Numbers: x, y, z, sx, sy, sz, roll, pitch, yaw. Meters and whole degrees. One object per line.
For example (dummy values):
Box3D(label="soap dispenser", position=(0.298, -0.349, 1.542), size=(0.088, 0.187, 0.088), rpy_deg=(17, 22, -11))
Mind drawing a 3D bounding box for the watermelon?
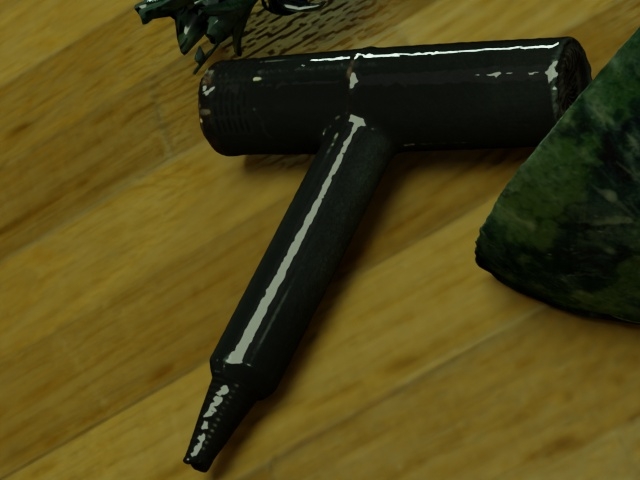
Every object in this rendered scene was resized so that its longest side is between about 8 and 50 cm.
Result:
Box3D(label="watermelon", position=(0.157, -0.031, 0.552), size=(0.207, 0.136, 0.202), rpy_deg=(-33, -2, 43))

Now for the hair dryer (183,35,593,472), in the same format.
Box3D(label="hair dryer", position=(0.011, 0.004, 0.616), size=(0.173, 0.050, 0.195), rpy_deg=(-2, 59, 33))

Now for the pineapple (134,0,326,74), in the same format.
Box3D(label="pineapple", position=(0.011, -0.166, 0.717), size=(0.221, 0.083, 0.103), rpy_deg=(-29, 61, 9))
